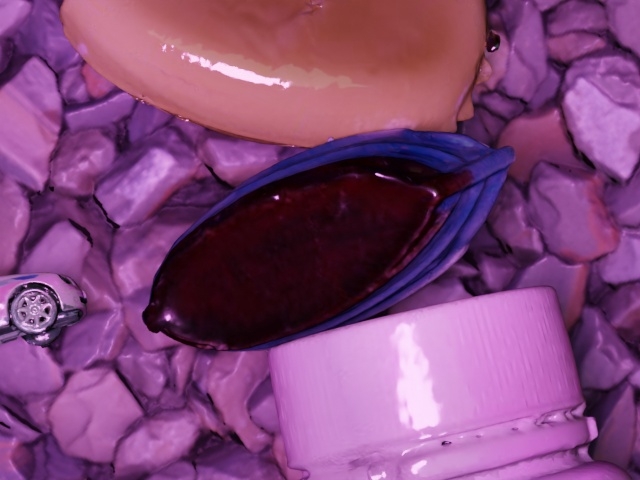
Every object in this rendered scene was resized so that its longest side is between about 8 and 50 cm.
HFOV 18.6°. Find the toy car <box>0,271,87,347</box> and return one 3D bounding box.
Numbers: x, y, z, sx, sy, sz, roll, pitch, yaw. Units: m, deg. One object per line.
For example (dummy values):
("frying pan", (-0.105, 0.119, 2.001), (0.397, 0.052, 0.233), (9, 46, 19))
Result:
("toy car", (-0.282, 0.058, 1.416), (0.224, 0.090, 0.076), (-16, 81, -8))

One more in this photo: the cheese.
("cheese", (-0.017, -0.181, 1.453), (0.316, 0.128, 0.259), (30, 79, -4))

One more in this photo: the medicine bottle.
("medicine bottle", (0.099, 0.209, 1.353), (0.256, 0.256, 0.324), (-11, 85, -7))

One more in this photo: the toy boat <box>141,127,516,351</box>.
("toy boat", (0.000, 0.000, 1.413), (0.309, 0.142, 0.129), (-25, 92, 19))
